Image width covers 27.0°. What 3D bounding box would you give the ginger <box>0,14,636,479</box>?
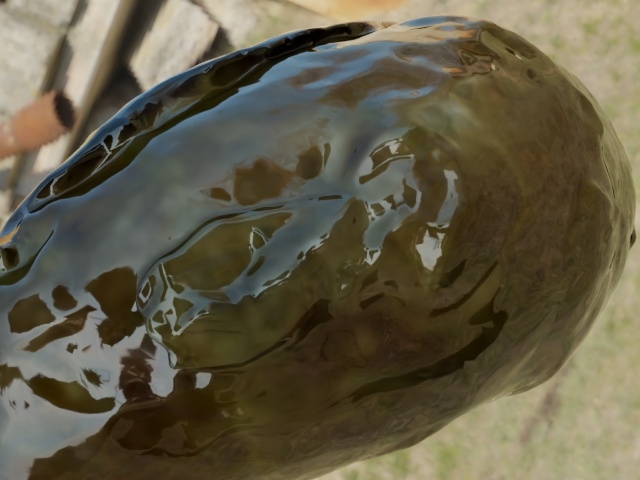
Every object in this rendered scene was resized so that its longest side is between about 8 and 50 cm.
[{"bbox_3d":[0.000,0.000,0.488,0.321,0.165,0.172,-19,-22,-34],"label":"ginger"}]
